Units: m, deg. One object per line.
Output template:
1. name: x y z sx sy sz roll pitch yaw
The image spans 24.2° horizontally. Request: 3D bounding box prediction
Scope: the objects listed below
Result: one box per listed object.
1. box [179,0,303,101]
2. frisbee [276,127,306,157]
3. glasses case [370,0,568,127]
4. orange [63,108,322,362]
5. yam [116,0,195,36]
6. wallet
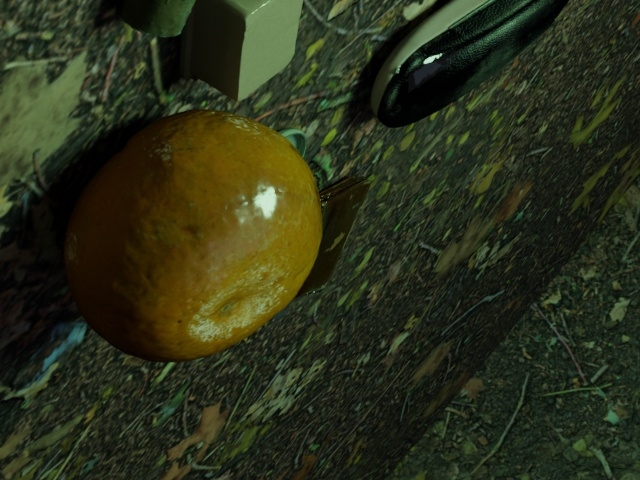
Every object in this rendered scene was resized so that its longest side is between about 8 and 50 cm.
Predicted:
1. box: -0.062 -0.175 1.196 0.089 0.062 0.122 -40 159 -31
2. frisbee: -0.054 -0.068 1.493 0.110 0.014 0.110 -45 162 -19
3. glasses case: 0.171 -0.222 1.625 0.314 0.075 0.122 -36 163 -31
4. orange: -0.109 -0.006 1.235 0.224 0.170 0.224 -27 147 -19
5. yam: -0.100 -0.207 1.062 0.054 0.054 0.132 -25 149 -54
6. wallet: 0.000 0.000 1.733 0.095 0.026 0.176 -26 149 -41
